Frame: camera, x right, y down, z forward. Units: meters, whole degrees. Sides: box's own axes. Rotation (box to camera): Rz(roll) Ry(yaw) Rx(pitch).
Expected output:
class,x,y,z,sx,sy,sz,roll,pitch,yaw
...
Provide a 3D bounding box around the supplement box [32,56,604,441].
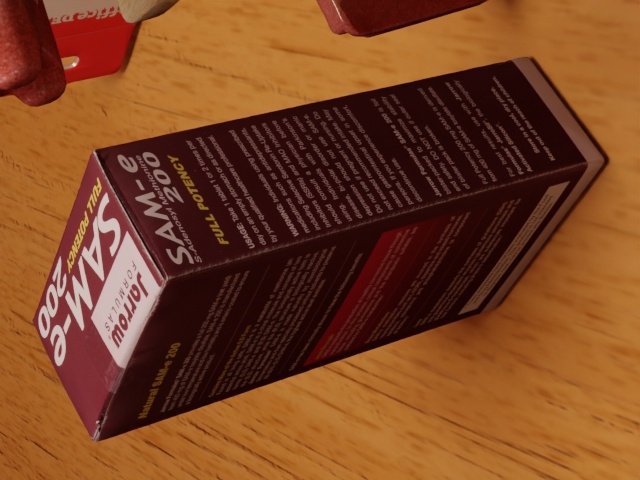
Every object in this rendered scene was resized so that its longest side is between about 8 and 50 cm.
class,x,y,z,sx,sy,sz,roll,pitch,yaw
supplement box,0.000,0.000,0.687,0.073,0.239,0.130,58,143,23

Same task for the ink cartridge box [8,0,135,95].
class,x,y,z,sx,sy,sz,roll,pitch,yaw
ink cartridge box,-0.174,-0.201,0.952,0.078,0.134,0.231,54,141,26

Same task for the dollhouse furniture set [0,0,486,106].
class,x,y,z,sx,sy,sz,roll,pitch,yaw
dollhouse furniture set,-0.028,-0.158,0.547,0.201,0.374,0.152,-27,85,55
